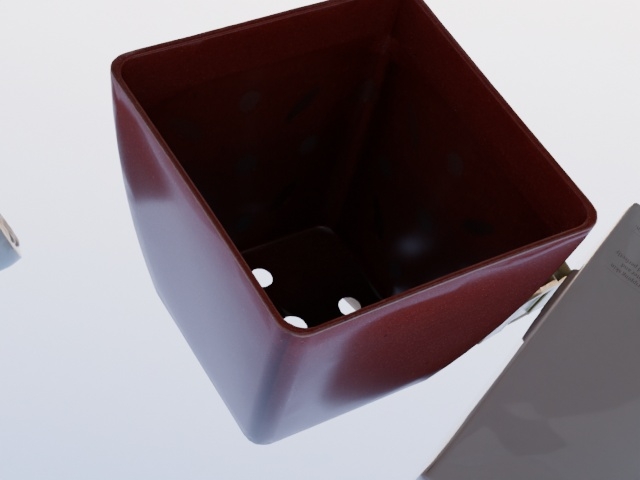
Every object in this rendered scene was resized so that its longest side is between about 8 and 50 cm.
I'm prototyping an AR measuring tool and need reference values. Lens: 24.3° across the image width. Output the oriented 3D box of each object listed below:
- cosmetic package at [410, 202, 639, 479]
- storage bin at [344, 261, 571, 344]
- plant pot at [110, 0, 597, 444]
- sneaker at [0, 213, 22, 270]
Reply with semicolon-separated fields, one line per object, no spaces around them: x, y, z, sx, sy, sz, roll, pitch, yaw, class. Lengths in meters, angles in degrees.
0.261;0.177;1.428;0.217;0.156;0.385;40;-116;7;cosmetic package
0.114;0.000;1.597;0.260;0.123;0.262;45;-157;13;storage bin
0.000;0.000;1.141;0.267;0.235;0.267;-19;-121;-28;plant pot
-0.411;-0.035;1.369;0.150;0.135;0.366;-45;-134;-14;sneaker
